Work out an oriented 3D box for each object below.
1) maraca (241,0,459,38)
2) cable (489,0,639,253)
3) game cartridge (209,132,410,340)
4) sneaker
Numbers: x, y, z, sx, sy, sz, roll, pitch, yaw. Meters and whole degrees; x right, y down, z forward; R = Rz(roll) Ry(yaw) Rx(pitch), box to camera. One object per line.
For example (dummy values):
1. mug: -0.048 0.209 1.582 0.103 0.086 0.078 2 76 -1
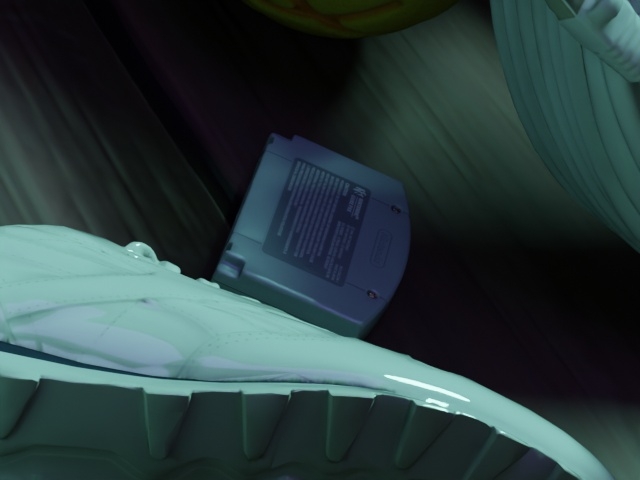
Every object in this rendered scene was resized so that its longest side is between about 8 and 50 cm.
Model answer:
1. maraca: 0.003 -0.129 0.726 0.127 0.099 0.186 20 13 -14
2. cable: 0.178 -0.097 0.679 0.257 0.257 0.089 -44 29 -18
3. game cartridge: 0.000 0.000 0.624 0.056 0.017 0.083 22 35 -2
4. sneaker: -0.029 0.042 0.496 0.235 0.090 0.095 17 26 -17
